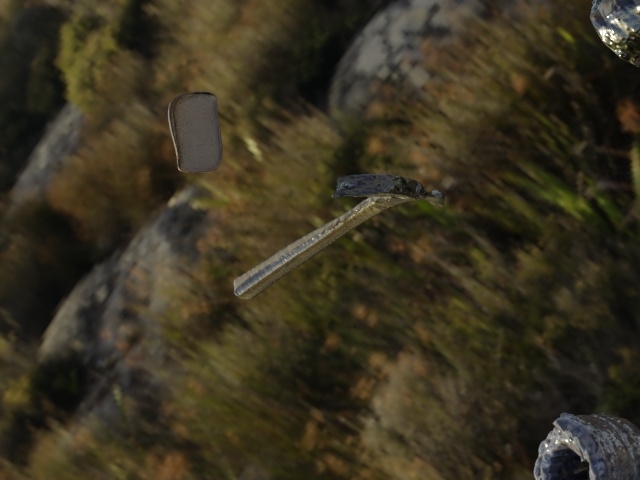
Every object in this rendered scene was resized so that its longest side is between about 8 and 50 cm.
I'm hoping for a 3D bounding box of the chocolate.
[{"bbox_3d":[-0.154,-0.131,1.673,0.031,0.064,0.101,155,105,-75],"label":"chocolate"}]

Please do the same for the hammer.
[{"bbox_3d":[0.000,0.001,1.466,0.297,0.125,0.027,-33,53,45],"label":"hammer"}]

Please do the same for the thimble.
[{"bbox_3d":[0.347,0.294,1.714,0.150,0.098,0.150,-179,90,-66],"label":"thimble"}]

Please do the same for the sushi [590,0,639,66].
[{"bbox_3d":[0.429,-0.319,1.679,0.127,0.124,0.225,-41,9,48],"label":"sushi"}]
